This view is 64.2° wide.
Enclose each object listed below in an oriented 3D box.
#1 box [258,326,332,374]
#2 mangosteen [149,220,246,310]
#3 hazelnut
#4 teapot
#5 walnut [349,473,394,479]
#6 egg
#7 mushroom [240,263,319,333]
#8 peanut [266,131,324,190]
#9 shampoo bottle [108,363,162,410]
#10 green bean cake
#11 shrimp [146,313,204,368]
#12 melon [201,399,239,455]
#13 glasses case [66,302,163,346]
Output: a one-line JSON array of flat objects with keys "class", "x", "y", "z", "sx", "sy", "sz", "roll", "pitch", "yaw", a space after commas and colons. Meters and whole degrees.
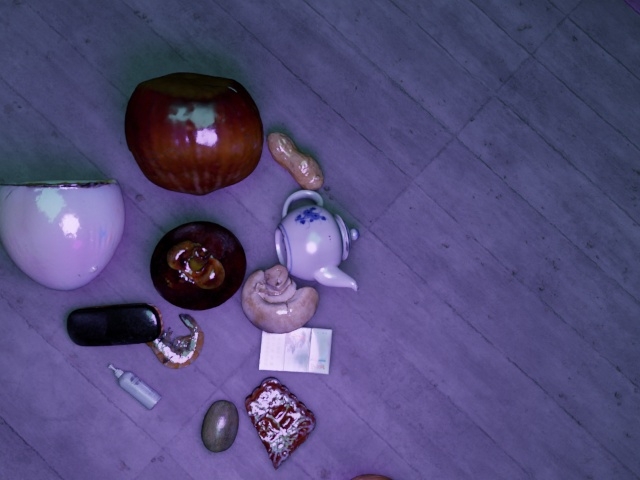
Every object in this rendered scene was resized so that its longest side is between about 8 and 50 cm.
[{"class": "box", "x": -0.083, "y": 0.362, "z": 1.695, "sx": 0.234, "sy": 0.067, "sz": 0.149, "roll": 5, "pitch": 80, "yaw": -6}, {"class": "mangosteen", "x": -0.376, "y": 0.086, "z": 1.603, "sx": 0.298, "sy": 0.293, "sz": 0.296, "roll": -14, "pitch": 121, "yaw": -25}, {"class": "hazelnut", "x": -0.405, "y": -0.359, "z": 1.656, "sx": 0.430, "sy": 0.402, "sz": 0.401, "roll": -10, "pitch": 81, "yaw": -13}, {"class": "teapot", "x": 0.000, "y": 0.000, "z": 1.684, "sx": 0.280, "sy": 0.252, "sz": 0.423, "roll": -12, "pitch": 58, "yaw": -18}, {"class": "walnut", "x": 0.164, "y": 0.875, "z": 1.522, "sx": 0.334, "sy": 0.333, "sz": 0.332, "roll": 1, "pitch": 79, "yaw": -6}, {"class": "egg", "x": -0.781, "y": -0.016, "z": 1.560, "sx": 0.355, "sy": 0.354, "sz": 0.339, "roll": -1, "pitch": 99, "yaw": -7}, {"class": "mushroom", "x": -0.144, "y": 0.196, "z": 1.624, "sx": 0.254, "sy": 0.195, "sz": 0.188, "roll": 14, "pitch": 53, "yaw": 15}, {"class": "peanut", "x": -0.089, "y": -0.283, "z": 1.796, "sx": 0.263, "sy": 0.117, "sz": 0.101, "roll": 44, "pitch": 48, "yaw": 5}, {"class": "shampoo bottle", "x": -0.597, "y": 0.459, "z": 1.623, "sx": 0.195, "sy": 0.056, "sz": 0.056, "roll": 38, "pitch": 78, "yaw": 1}, {"class": "green bean cake", "x": -0.144, "y": 0.571, "z": 1.633, "sx": 0.199, "sy": 0.097, "sz": 0.232, "roll": -42, "pitch": 87, "yaw": -12}, {"class": "shrimp", "x": -0.511, "y": 0.283, "z": 1.672, "sx": 0.296, "sy": 0.058, "sz": 0.169, "roll": 45, "pitch": 68, "yaw": 1}, {"class": "melon", "x": -0.317, "y": 0.587, "z": 1.603, "sx": 0.114, "sy": 0.114, "sz": 0.167, "roll": 11, "pitch": 79, "yaw": -5}, {"class": "glasses case", "x": -0.646, "y": 0.265, "z": 1.601, "sx": 0.322, "sy": 0.082, "sz": 0.122, "roll": -5, "pitch": 95, "yaw": 13}]
